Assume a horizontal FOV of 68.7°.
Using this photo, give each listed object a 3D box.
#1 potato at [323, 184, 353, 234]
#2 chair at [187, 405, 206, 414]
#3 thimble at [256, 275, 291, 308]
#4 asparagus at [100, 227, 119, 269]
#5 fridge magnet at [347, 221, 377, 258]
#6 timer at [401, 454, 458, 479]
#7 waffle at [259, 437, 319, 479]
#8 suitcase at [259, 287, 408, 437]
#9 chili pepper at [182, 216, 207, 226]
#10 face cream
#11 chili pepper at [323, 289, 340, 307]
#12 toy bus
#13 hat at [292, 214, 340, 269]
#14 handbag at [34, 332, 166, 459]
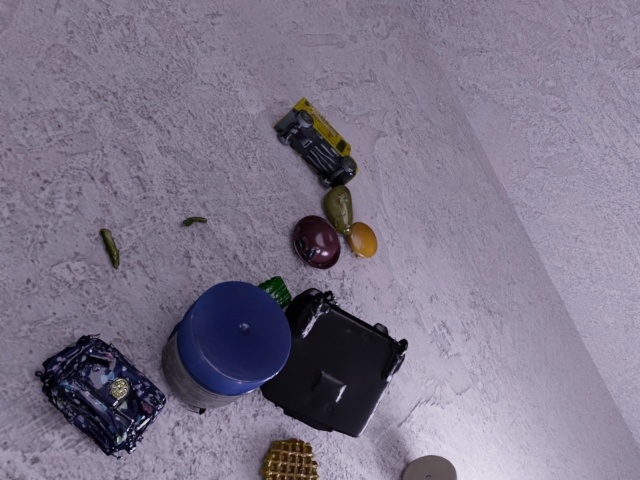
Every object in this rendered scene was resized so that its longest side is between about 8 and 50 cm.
[{"bbox_3d":[0.070,-0.109,1.695,0.085,0.105,0.187,66,11,-77],"label":"potato"},{"bbox_3d":[-0.281,0.404,1.145,0.086,0.037,0.042,23,44,-30],"label":"chair"},{"bbox_3d":[-0.150,0.164,1.332,0.130,0.118,0.090,-29,96,-20],"label":"thimble"},{"bbox_3d":[-0.505,0.018,1.131,0.025,0.021,0.108,-15,81,-47],"label":"asparagus"},{"bbox_3d":[0.154,0.000,1.738,0.143,0.063,0.142,19,59,-35],"label":"fridge magnet"},{"bbox_3d":[0.382,0.852,1.501,0.175,0.175,0.265,-41,116,-46],"label":"timer"},{"bbox_3d":[-0.078,0.614,1.236,0.191,0.038,0.190,21,58,-37],"label":"waffle"},{"bbox_3d":[0.022,0.341,1.284,0.345,0.188,0.339,31,82,-18],"label":"suitcase"},{"bbox_3d":[-0.356,-0.055,1.309,0.083,0.022,0.027,-16,81,-50],"label":"chili pepper"},{"bbox_3d":[-0.229,0.251,1.114,0.249,0.225,0.248,23,47,-27],"label":"face cream"},{"bbox_3d":[0.045,0.291,1.470,0.148,0.116,0.264,-23,88,-31],"label":"chili pepper"},{"bbox_3d":[-0.002,-0.347,1.701,0.330,0.144,0.152,44,42,-16],"label":"toy bus"},{"bbox_3d":[0.000,0.000,1.573,0.206,0.089,0.205,20,59,-36],"label":"hat"},{"bbox_3d":[-0.449,0.322,0.974,0.260,0.113,0.162,55,50,-19],"label":"handbag"}]
